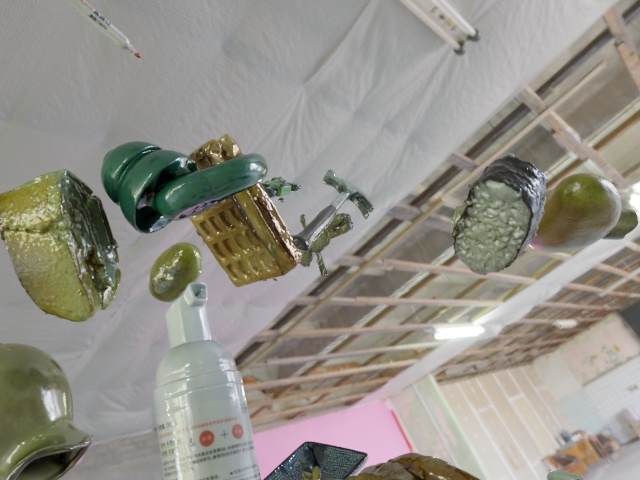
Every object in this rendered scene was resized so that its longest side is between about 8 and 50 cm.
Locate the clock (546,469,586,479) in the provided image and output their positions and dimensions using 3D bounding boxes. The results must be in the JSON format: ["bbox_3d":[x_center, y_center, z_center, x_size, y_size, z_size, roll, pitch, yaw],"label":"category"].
[{"bbox_3d":[0.510,0.632,1.138,0.243,0.200,0.146,-31,2,-25],"label":"clock"}]

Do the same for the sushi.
[{"bbox_3d":[0.218,-0.027,0.628,0.078,0.090,0.150,-46,-30,-38],"label":"sushi"}]

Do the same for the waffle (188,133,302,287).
[{"bbox_3d":[-0.197,-0.055,1.154,0.224,0.328,0.098,-17,20,48],"label":"waffle"}]

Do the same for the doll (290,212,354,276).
[{"bbox_3d":[-0.011,-0.014,1.686,0.091,0.202,0.286,-34,-24,-45],"label":"doll"}]

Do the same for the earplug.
[{"bbox_3d":[-0.261,-0.122,0.952,0.257,0.280,0.164,-62,-8,-19],"label":"earplug"}]

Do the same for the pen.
[{"bbox_3d":[-0.395,-0.387,0.870,0.026,0.026,0.218,-38,-54,17],"label":"pen"}]

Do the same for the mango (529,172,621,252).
[{"bbox_3d":[0.381,-0.041,0.792,0.136,0.099,0.227,0,-15,8],"label":"mango"}]

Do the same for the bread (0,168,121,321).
[{"bbox_3d":[-0.437,0.012,0.900,0.124,0.257,0.186,-19,3,7],"label":"bread"}]

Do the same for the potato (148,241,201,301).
[{"bbox_3d":[-0.521,0.116,1.864,0.248,0.169,0.143,-53,2,15],"label":"potato"}]

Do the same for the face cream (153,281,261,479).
[{"bbox_3d":[-0.192,0.257,0.834,0.145,0.370,0.145,-12,-20,-5],"label":"face cream"}]

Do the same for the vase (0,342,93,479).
[{"bbox_3d":[-0.588,0.383,1.052,0.241,0.302,0.329,-45,-21,-19],"label":"vase"}]

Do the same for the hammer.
[{"bbox_3d":[0.017,-0.039,0.809,0.029,0.103,0.246,-57,-2,32],"label":"hammer"}]

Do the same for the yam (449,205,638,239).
[{"bbox_3d":[0.397,-0.034,0.935,0.317,0.067,0.071,2,3,10],"label":"yam"}]

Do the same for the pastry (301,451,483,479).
[{"bbox_3d":[0.112,0.305,0.453,0.132,0.240,0.235,-23,1,-27],"label":"pastry"}]

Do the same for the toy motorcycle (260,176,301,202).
[{"bbox_3d":[-0.149,-0.174,1.695,0.190,0.106,0.074,-20,-59,-53],"label":"toy motorcycle"}]

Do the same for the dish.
[{"bbox_3d":[-0.021,0.537,1.105,0.181,0.080,0.243,-3,10,35],"label":"dish"}]
